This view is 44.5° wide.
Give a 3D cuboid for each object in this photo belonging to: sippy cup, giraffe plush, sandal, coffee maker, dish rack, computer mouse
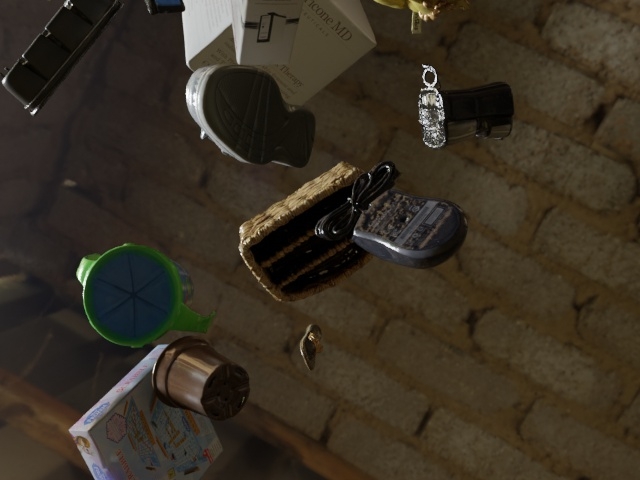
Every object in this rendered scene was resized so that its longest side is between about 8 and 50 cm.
[{"bbox_3d":[-0.413,0.127,1.877,0.305,0.240,0.224,60,-173,6],"label":"sippy cup"},{"bbox_3d":[0.198,-0.495,1.512,0.170,0.182,0.210,-118,7,-66],"label":"giraffe plush"},{"bbox_3d":[-0.016,0.288,2.179,0.072,0.049,0.180,60,-157,-20],"label":"sandal"},{"bbox_3d":[0.307,-0.283,1.629,0.178,0.171,0.120,-13,-145,-22],"label":"coffee maker"},{"bbox_3d":[-0.404,-0.304,1.201,0.074,0.208,0.271,40,179,-24],"label":"dish rack"},{"bbox_3d":[0.135,-0.024,1.262,0.272,0.188,0.072,27,156,49],"label":"computer mouse"}]

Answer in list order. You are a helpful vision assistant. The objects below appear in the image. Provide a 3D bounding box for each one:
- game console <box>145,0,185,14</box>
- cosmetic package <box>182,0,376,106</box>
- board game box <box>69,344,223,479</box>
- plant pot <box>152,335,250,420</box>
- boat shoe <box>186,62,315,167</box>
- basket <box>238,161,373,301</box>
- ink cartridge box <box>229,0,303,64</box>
[{"bbox_3d":[-0.293,-0.474,1.395,0.107,0.071,0.122,147,100,-78],"label":"game console"},{"bbox_3d":[-0.124,-0.591,2.125,0.329,0.394,0.327,35,-150,-38],"label":"cosmetic package"},{"bbox_3d":[-0.382,0.456,1.781,0.066,0.318,0.318,-6,-156,32],"label":"board game box"},{"bbox_3d":[-0.250,0.305,1.692,0.167,0.166,0.165,14,178,-43],"label":"plant pot"},{"bbox_3d":[-0.102,-0.164,1.061,0.103,0.118,0.320,12,-177,20],"label":"boat shoe"},{"bbox_3d":[0.000,0.000,1.618,0.213,0.299,0.223,58,180,-12],"label":"basket"},{"bbox_3d":[-0.079,-0.370,1.127,0.086,0.148,0.203,-4,160,-12],"label":"ink cartridge box"}]
